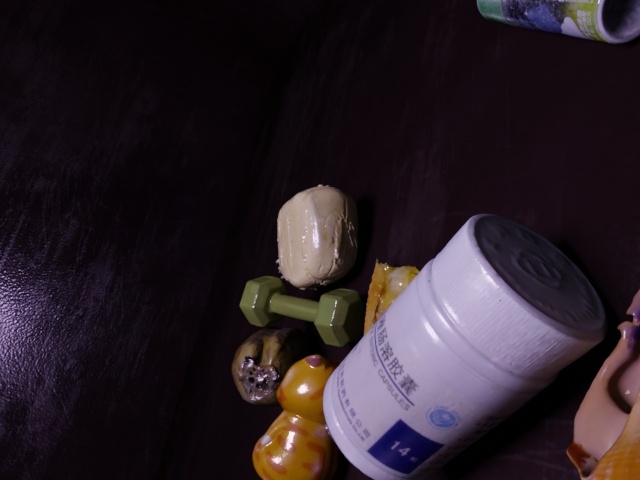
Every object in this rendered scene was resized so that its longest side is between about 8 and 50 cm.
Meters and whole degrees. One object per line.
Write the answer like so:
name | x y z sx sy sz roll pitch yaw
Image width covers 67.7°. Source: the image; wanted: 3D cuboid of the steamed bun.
steamed bun | 0.000 0.000 1.156 0.273 0.166 0.231 148 116 -61

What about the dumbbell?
dumbbell | -0.045 0.150 1.052 0.302 0.121 0.108 5 102 38

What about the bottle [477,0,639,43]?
bottle | 0.350 -0.366 0.722 0.093 0.093 0.330 -61 23 22

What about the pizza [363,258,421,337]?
pizza | 0.159 0.105 0.795 0.287 0.075 0.279 -49 30 44

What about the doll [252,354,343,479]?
doll | -0.023 0.348 0.908 0.162 0.167 0.269 5 78 42

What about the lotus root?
lotus root | -0.108 0.281 1.089 0.275 0.152 0.160 -7 -93 -76

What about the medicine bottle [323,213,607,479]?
medicine bottle | 0.161 0.142 0.597 0.332 0.190 0.189 -56 25 31

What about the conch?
conch | 0.294 0.165 0.417 0.330 0.093 0.109 -57 -4 -25
